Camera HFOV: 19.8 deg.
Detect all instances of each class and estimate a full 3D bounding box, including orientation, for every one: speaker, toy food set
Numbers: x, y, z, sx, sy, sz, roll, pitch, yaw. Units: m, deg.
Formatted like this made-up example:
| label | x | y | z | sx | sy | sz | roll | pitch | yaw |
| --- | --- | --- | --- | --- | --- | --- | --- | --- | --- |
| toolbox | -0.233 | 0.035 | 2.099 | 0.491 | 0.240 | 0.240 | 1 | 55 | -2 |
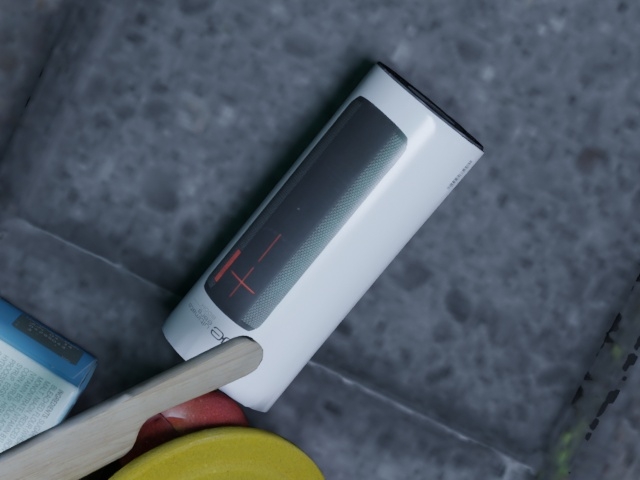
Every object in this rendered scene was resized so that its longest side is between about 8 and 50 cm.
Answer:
| label | x | y | z | sx | sy | sz | roll | pitch | yaw |
| --- | --- | --- | --- | --- | --- | --- | --- | --- | --- |
| speaker | 0.000 | 0.000 | 0.711 | 0.055 | 0.055 | 0.136 | 39 | 98 | -5 |
| toy food set | -0.062 | 0.118 | 0.701 | 0.128 | 0.071 | 0.218 | -32 | 130 | -19 |

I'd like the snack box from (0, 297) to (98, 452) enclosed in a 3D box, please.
| label | x | y | z | sx | sy | sz | roll | pitch | yaw |
| --- | --- | --- | --- | --- | --- | --- | --- | --- | --- |
| snack box | -0.253 | 0.134 | 0.733 | 0.187 | 0.060 | 0.322 | 33 | 98 | -4 |
